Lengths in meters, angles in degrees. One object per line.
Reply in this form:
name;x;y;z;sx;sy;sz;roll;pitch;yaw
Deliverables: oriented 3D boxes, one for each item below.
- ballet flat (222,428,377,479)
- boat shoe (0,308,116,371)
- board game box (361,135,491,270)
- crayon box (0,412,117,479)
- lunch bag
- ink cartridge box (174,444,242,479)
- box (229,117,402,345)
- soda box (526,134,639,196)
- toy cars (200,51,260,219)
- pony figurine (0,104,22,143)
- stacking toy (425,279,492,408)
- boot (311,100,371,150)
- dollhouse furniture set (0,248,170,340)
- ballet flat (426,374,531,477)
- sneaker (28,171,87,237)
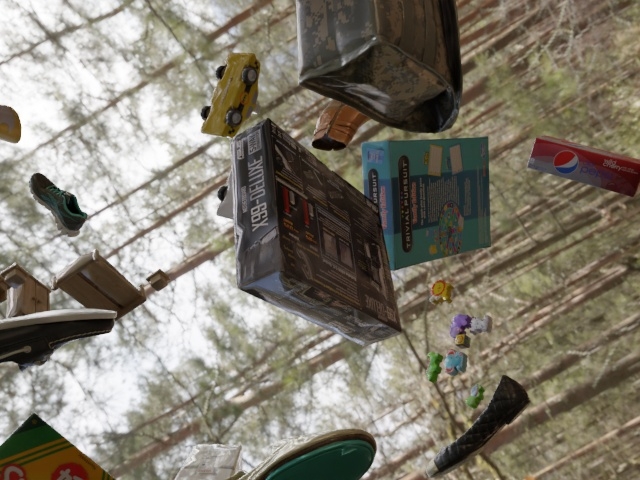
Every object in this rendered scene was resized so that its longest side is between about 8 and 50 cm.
ballet flat;-0.057;0.260;0.636;0.086;0.248;0.086;55;178;2
boat shoe;-0.483;0.164;0.965;0.114;0.303;0.091;165;100;-72
board game box;0.235;-0.089;1.287;0.079;0.336;0.253;5;101;49
crayon box;-0.387;0.392;0.724;0.202;0.081;0.318;42;-148;-6
lunch bag;0.110;-0.304;0.869;0.287;0.169;0.235;12;-110;-47
ink cartridge box;-0.230;0.563;1.240;0.283;0.117;0.207;128;141;-87
box;0.000;0.000;0.891;0.307;0.077;0.242;32;-138;-48
soda box;0.665;-0.190;1.510;0.263;0.083;0.092;21;-157;27
toy cars;-0.150;-0.208;1.229;0.087;0.176;0.393;23;-136;-50
pony figurine;-0.473;-0.192;0.556;0.303;0.350;0.363;29;-144;17
stacking toy;0.278;0.213;1.232;0.167;0.052;0.221;36;-126;-32
boot;0.079;-0.267;1.367;0.073;0.197;0.152;58;-140;-35
dollhouse furniture set;-0.629;0.072;1.544;0.303;0.356;0.173;56;-178;-43
ballet flat;0.203;0.250;0.798;0.049;0.173;0.057;48;-172;30
sneaker;-0.578;-0.091;1.345;0.166;0.076;0.065;52;-150;-4
